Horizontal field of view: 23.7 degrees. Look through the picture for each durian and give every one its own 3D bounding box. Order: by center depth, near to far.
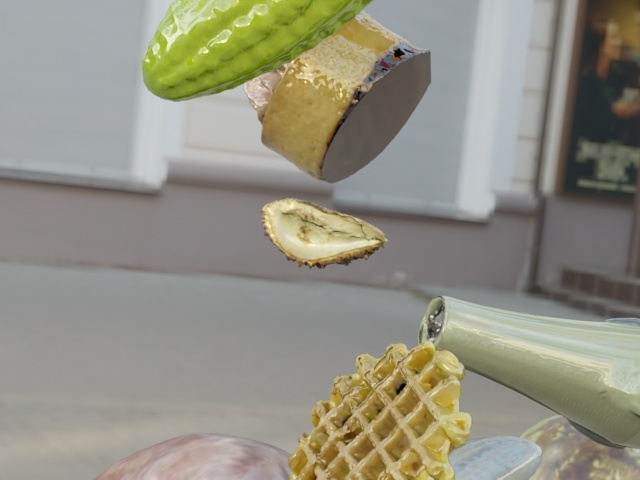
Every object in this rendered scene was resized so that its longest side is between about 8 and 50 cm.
[{"bbox_3d":[0.002,-0.005,1.511,0.130,0.066,0.052,16,14,0],"label":"durian"}]

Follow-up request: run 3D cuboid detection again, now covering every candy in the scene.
[{"bbox_3d":[-0.030,-0.162,0.981,0.097,0.209,0.097,50,5,-6],"label":"candy"},{"bbox_3d":[0.122,0.249,1.501,0.174,0.071,0.138,-26,2,-36],"label":"candy"}]

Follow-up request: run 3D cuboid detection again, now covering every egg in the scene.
[{"bbox_3d":[0.352,0.368,2.144,0.289,0.238,0.238,-29,14,-13],"label":"egg"}]

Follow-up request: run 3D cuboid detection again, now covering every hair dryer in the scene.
[{"bbox_3d":[0.225,0.117,1.289,0.296,0.119,0.298,18,3,5],"label":"hair dryer"}]

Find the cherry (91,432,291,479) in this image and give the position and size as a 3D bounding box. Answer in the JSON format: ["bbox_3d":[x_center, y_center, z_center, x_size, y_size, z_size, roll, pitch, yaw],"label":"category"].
[{"bbox_3d":[-0.095,0.334,1.339,0.291,0.326,0.335,-13,-11,-42],"label":"cherry"}]

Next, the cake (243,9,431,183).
[{"bbox_3d":[-0.001,-0.182,1.702,0.178,0.185,0.207,43,49,19],"label":"cake"}]

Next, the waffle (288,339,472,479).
[{"bbox_3d":[0.044,0.156,1.171,0.038,0.191,0.191,38,-13,-29],"label":"waffle"}]
